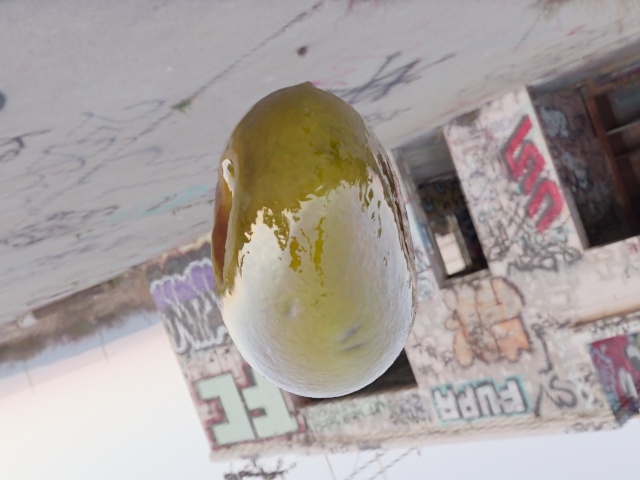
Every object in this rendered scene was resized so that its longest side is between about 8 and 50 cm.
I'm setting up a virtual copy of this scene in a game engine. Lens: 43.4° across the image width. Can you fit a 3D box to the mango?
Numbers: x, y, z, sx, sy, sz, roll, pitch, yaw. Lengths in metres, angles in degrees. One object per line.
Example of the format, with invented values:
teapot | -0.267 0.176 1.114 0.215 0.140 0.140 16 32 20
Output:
mango | 0.000 0.000 0.707 0.182 0.253 0.365 -3 156 0
